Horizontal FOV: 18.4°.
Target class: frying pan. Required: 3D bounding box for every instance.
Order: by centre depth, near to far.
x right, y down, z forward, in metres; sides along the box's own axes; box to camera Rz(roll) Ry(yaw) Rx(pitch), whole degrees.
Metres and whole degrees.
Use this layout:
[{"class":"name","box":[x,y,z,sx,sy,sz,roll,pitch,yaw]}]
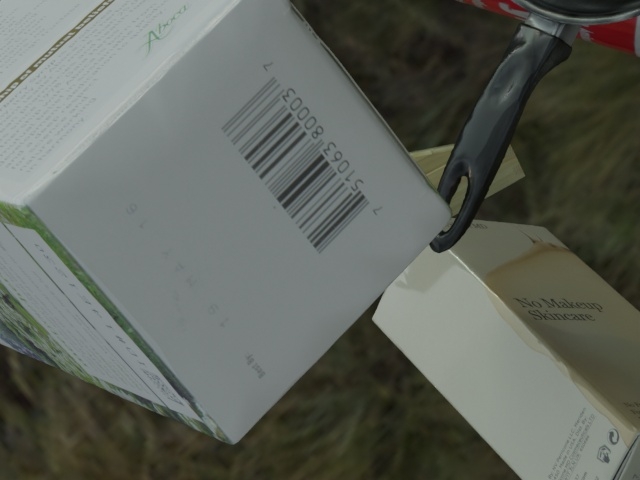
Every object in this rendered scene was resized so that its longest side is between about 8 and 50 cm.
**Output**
[{"class":"frying pan","box":[0.162,-0.152,1.111,0.197,0.053,0.326,0,85,38]}]

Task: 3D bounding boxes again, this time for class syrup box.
[{"class":"syrup box","box":[-0.075,-0.020,0.618,0.093,0.096,0.237,52,162,-24]}]

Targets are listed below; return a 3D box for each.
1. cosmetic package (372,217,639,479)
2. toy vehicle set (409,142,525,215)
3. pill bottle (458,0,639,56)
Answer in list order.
[{"class":"cosmetic package","box":[0.200,0.109,1.636,0.309,0.160,0.113,47,122,42]},{"class":"toy vehicle set","box":[0.000,0.000,1.448,0.035,0.267,0.166,65,160,-8]},{"class":"pill bottle","box":[0.237,-0.245,1.397,0.408,0.229,0.229,19,120,15]}]
